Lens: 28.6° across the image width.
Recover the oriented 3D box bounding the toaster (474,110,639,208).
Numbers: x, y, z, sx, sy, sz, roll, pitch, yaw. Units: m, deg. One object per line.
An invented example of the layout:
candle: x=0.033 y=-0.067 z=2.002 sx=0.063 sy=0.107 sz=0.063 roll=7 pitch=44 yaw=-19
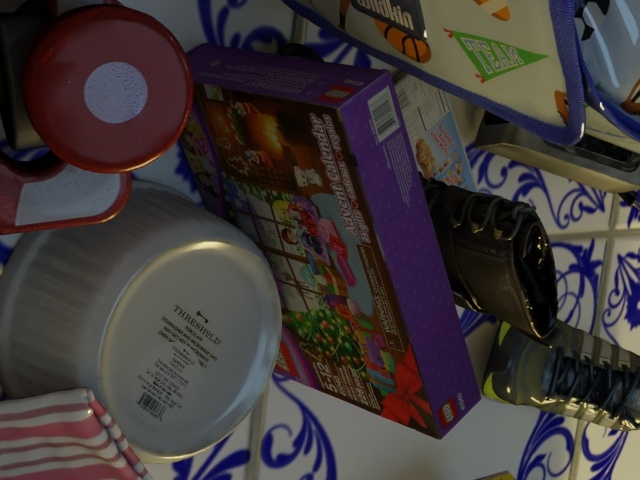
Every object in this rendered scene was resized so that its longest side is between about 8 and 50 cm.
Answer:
toaster: x=0.255 y=-0.137 z=1.166 sx=0.185 sy=0.110 sz=0.168 roll=19 pitch=90 yaw=-6

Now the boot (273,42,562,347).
boot: x=0.080 y=-0.038 z=0.997 sx=0.091 sy=0.229 sz=0.263 roll=-48 pitch=130 yaw=-23

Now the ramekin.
ramekin: x=-0.123 y=0.064 z=0.919 sx=0.207 sy=0.109 sz=0.207 roll=-15 pitch=113 yaw=-41

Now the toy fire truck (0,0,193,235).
toy fire truck: x=-0.219 y=-0.152 z=0.750 sx=0.253 sy=0.169 sz=0.302 roll=-7 pitch=108 yaw=-17

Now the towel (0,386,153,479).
towel: x=-0.187 y=0.182 z=0.877 sx=0.029 sy=0.144 sz=0.197 roll=-86 pitch=158 yaw=-50

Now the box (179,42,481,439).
box: x=0.000 y=0.000 z=0.953 sx=0.057 sy=0.201 sz=0.293 roll=-39 pitch=126 yaw=-30

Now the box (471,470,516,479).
box: x=0.111 y=0.371 z=1.176 sx=0.213 sy=0.117 sz=0.243 roll=-12 pitch=112 yaw=-14

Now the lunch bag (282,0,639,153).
lunch bag: x=0.134 y=-0.214 z=0.881 sx=0.385 sy=0.327 sz=0.239 roll=13 pitch=108 yaw=-55

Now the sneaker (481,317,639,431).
sneaker: x=0.283 y=0.142 z=1.321 sx=0.300 sy=0.121 sz=0.111 roll=13 pitch=93 yaw=-45

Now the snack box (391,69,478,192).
snack box: x=0.103 y=-0.081 z=1.153 sx=0.064 sy=0.022 sz=0.178 roll=-42 pitch=127 yaw=-28
